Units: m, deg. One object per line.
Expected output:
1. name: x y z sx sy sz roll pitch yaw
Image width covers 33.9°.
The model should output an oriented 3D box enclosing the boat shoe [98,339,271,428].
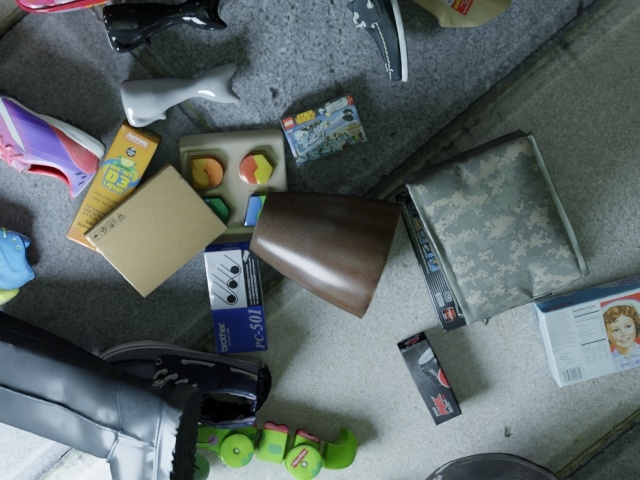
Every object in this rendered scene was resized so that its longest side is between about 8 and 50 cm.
1. boat shoe: -0.261 0.268 1.931 0.341 0.158 0.127 2 103 -2

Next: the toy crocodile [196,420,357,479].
1. toy crocodile: -0.100 0.383 1.985 0.341 0.115 0.105 11 83 -6

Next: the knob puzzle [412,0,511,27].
1. knob puzzle: 0.250 -0.457 1.831 0.213 0.030 0.213 -2 95 -20

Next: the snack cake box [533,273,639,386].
1. snack cake box: 0.547 0.159 1.958 0.264 0.089 0.152 -15 101 2

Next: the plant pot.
1. plant pot: 0.000 0.000 1.855 0.230 0.215 0.215 19 102 -1

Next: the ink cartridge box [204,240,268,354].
1. ink cartridge box: -0.154 0.107 1.941 0.097 0.046 0.207 -5 110 1

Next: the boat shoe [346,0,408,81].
1. boat shoe: 0.088 -0.417 1.812 0.091 0.114 0.302 -12 91 1

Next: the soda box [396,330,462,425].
1. soda box: 0.208 0.262 1.992 0.060 0.053 0.169 -26 103 5

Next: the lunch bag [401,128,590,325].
1. lunch bag: 0.304 -0.018 1.812 0.235 0.169 0.287 -23 97 4

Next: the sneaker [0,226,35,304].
1. sneaker: -0.605 -0.006 1.912 0.126 0.091 0.240 -31 102 -13

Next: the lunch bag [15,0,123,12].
1. lunch bag: -0.415 -0.540 1.771 0.258 0.120 0.293 -12 104 -2

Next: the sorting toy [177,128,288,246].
1. sorting toy: -0.156 -0.093 1.912 0.193 0.038 0.208 -4 103 0

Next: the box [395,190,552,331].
1. box: 0.282 0.008 1.932 0.216 0.060 0.270 -19 102 4

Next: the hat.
1. hat: 0.332 0.513 2.012 0.331 0.134 0.331 6 113 14

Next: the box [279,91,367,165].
1. box: 0.006 -0.202 1.896 0.137 0.027 0.094 -20 104 3

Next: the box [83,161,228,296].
1. box: -0.293 -0.017 1.879 0.201 0.021 0.164 -40 115 1

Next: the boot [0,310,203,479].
1. boot: -0.451 0.359 1.897 0.445 0.146 0.367 16 105 13

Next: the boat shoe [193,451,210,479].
1. boat shoe: -0.318 0.402 2.001 0.226 0.083 0.076 37 139 4

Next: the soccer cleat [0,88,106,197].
1. soccer cleat: -0.541 -0.186 1.835 0.318 0.108 0.116 25 76 -8

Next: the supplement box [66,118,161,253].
1. supplement box: -0.371 -0.098 1.887 0.078 0.080 0.233 26 99 -9

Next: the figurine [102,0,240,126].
1. figurine: -0.254 -0.322 1.838 0.210 0.092 0.214 -12 104 -3
